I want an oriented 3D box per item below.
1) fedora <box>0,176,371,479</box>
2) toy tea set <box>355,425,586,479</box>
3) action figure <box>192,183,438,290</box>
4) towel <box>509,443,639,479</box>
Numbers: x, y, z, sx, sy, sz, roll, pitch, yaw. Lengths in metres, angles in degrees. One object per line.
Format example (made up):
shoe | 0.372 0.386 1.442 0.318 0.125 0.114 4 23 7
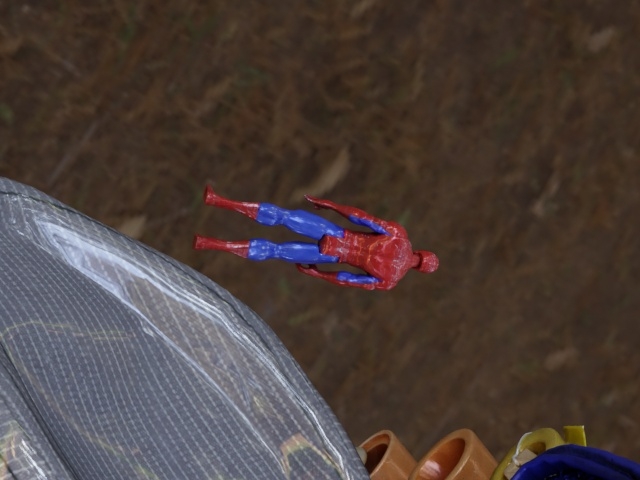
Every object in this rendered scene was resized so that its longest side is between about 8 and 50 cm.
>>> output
fedora | -0.080 0.074 0.463 0.244 0.275 0.124 3 129 -51
toy tea set | 0.051 0.198 1.202 0.124 0.336 0.200 43 68 -13
action figure | 0.000 0.000 0.758 0.115 0.030 0.038 12 95 -10
towel | 0.225 0.180 0.565 0.308 0.228 0.076 33 79 -32
